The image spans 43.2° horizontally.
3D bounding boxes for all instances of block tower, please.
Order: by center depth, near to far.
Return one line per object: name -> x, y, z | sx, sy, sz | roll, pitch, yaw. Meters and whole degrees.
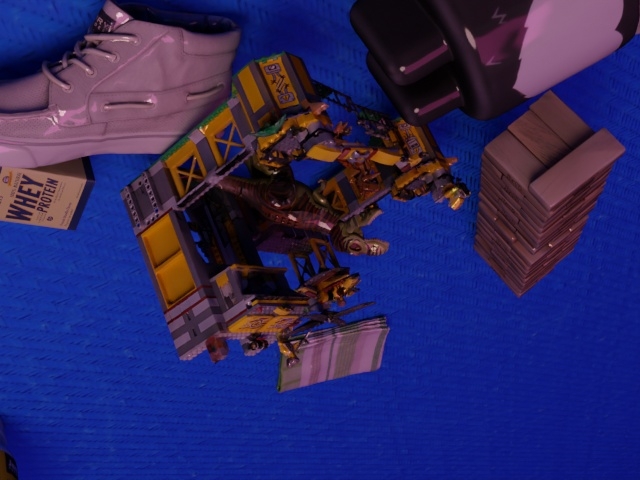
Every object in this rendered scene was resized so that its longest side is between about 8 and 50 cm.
block tower -> 0.231, -0.037, 0.875 | 0.091, 0.097, 0.335 | -39, 162, -5

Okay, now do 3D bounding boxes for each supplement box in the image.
supplement box -> -0.244, -0.060, 0.678 | 0.083, 0.083, 0.056 | 9, 126, -34

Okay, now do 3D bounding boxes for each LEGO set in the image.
LEGO set -> 0.000, 0.000, 0.720 | 0.255, 0.192, 0.331 | -31, 159, 19

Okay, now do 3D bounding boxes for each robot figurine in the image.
robot figurine -> 0.169, -0.209, 0.681 | 0.278, 0.209, 0.174 | -29, 95, 1

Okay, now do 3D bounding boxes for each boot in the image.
boot -> -0.184, -0.134, 0.636 | 0.258, 0.095, 0.123 | -10, 131, -37

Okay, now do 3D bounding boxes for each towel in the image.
towel -> 0.017, 0.159, 1.097 | 0.152, 0.023, 0.113 | -12, 136, -18

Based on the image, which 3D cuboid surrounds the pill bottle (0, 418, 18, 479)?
pill bottle -> -0.383, 0.291, 0.868 | 0.119, 0.208, 0.119 | -15, 138, -14
